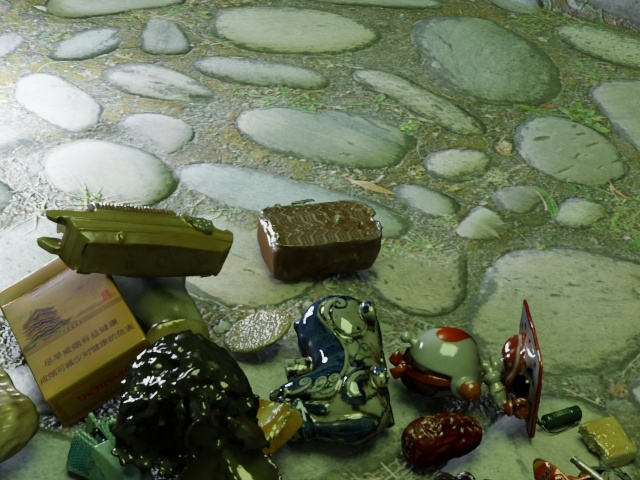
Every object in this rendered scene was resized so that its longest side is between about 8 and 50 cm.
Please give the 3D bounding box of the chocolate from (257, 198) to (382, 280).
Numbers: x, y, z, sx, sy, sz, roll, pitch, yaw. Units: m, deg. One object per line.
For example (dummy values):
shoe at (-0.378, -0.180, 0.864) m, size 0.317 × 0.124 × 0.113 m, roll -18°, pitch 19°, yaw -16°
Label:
chocolate at (0.000, 0.000, 2.330) m, size 0.214 × 0.093 × 0.148 m, roll -3°, pitch 36°, yaw -16°

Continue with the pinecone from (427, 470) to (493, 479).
pinecone at (0.195, 0.387, 1.733) m, size 0.165 × 0.163 × 0.163 m, roll 0°, pitch 29°, yaw -47°

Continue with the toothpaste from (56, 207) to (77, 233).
toothpaste at (-0.334, 0.001, 2.099) m, size 0.193 × 0.045 × 0.071 m, roll 19°, pitch 47°, yaw 7°

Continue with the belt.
belt at (-0.259, 0.347, 1.755) m, size 0.087 × 0.072 × 0.302 m, roll -7°, pitch 35°, yaw -34°

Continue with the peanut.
peanut at (-0.513, 0.240, 1.830) m, size 0.197 × 0.110 × 0.233 m, roll -15°, pitch 41°, yaw -32°

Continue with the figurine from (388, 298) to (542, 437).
figurine at (0.218, 0.199, 2.031) m, size 0.226 × 0.160 × 0.183 m, roll 1°, pitch 33°, yaw -2°

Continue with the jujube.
jujube at (0.183, 0.295, 1.933) m, size 0.129 × 0.077 × 0.077 m, roll -8°, pitch 36°, yaw -22°

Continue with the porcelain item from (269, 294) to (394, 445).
porcelain item at (0.015, 0.206, 2.003) m, size 0.186 × 0.138 × 0.288 m, roll -10°, pitch 38°, yaw 3°

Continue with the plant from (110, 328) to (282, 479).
plant at (-0.178, 0.244, 1.760) m, size 0.204 × 0.178 × 0.234 m, roll 41°, pitch 16°, yaw -32°

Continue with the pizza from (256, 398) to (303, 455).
pizza at (-0.126, 0.280, 1.891) m, size 0.188 × 0.062 × 0.199 m, roll -33°, pitch 33°, yaw -9°

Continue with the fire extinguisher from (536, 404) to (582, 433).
fire extinguisher at (0.375, 0.284, 2.043) m, size 0.083 × 0.025 × 0.038 m, roll -10°, pitch 60°, yaw -27°

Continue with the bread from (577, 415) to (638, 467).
bread at (0.448, 0.312, 2.008) m, size 0.070 × 0.035 × 0.083 m, roll -11°, pitch 44°, yaw -27°

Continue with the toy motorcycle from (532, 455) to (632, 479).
toy motorcycle at (0.398, 0.414, 1.788) m, size 0.171 × 0.089 × 0.298 m, roll 2°, pitch 34°, yaw -12°

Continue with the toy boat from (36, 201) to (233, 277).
toy boat at (-0.286, -0.005, 2.029) m, size 0.310 × 0.089 × 0.115 m, roll 1°, pitch 36°, yaw -29°

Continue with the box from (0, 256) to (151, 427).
box at (-0.374, 0.137, 1.988) m, size 0.174 × 0.076 × 0.274 m, roll -31°, pitch 44°, yaw -9°

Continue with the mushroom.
mushroom at (-0.262, 0.082, 2.115) m, size 0.159 × 0.122 × 0.329 m, roll -23°, pitch 42°, yaw -11°

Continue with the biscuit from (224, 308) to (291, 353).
biscuit at (-0.102, 0.147, 2.109) m, size 0.120 × 0.015 × 0.120 m, roll -18°, pitch 26°, yaw 9°
